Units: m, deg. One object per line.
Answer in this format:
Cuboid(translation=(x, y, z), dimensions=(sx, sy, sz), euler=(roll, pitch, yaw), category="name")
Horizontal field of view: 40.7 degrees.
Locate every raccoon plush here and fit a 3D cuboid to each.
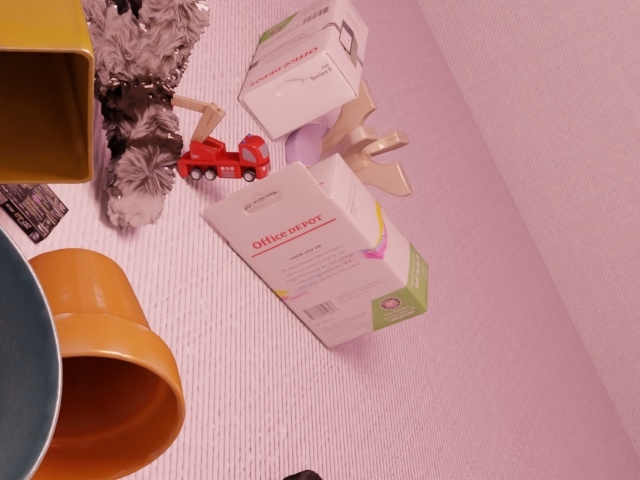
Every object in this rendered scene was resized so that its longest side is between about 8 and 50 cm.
Cuboid(translation=(-0.303, -0.268, 1.188), dimensions=(0.216, 0.446, 0.299), euler=(9, 13, -24), category="raccoon plush")

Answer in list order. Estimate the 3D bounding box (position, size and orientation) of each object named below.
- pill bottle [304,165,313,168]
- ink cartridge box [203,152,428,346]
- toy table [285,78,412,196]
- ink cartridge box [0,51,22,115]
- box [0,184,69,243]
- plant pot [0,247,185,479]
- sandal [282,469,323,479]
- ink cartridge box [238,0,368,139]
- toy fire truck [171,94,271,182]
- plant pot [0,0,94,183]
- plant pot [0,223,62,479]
Cuboid(translation=(-0.031, -0.062, 1.536), dimensions=(0.086, 0.086, 0.152), euler=(52, 30, -24), category="pill bottle")
Cuboid(translation=(0.000, 0.000, 1.400), dimensions=(0.353, 0.207, 0.119), euler=(49, 32, -30), category="ink cartridge box")
Cuboid(translation=(0.066, -0.178, 1.734), dimensions=(0.252, 0.161, 0.274), euler=(63, 25, -5), category="toy table")
Cuboid(translation=(-0.373, -0.189, 1.011), dimensions=(0.092, 0.090, 0.143), euler=(-11, 76, -63), category="ink cartridge box")
Cuboid(translation=(-0.344, -0.047, 1.021), dimensions=(0.083, 0.018, 0.067), euler=(53, 28, -22), category="box")
Cuboid(translation=(-0.252, 0.115, 0.878), dimensions=(0.205, 0.205, 0.188), euler=(41, 19, -40), category="plant pot")
Cuboid(translation=(-0.067, 0.424, 1.056), dimensions=(0.167, 0.107, 0.446), euler=(65, 14, 2), category="sandal")
Cuboid(translation=(-0.026, -0.342, 1.659), dimensions=(0.115, 0.198, 0.272), euler=(51, 30, -29), category="ink cartridge box")
Cuboid(translation=(-0.173, -0.160, 1.303), dimensions=(0.047, 0.192, 0.135), euler=(-61, 150, -58), category="toy fire truck")
Cuboid(translation=(-0.338, -0.190, 0.853), dimensions=(0.212, 0.212, 0.187), euler=(-2, 61, -16), category="plant pot")
Cuboid(translation=(-0.372, 0.100, 0.642), dimensions=(0.290, 0.195, 0.290), euler=(42, 34, -39), category="plant pot")
